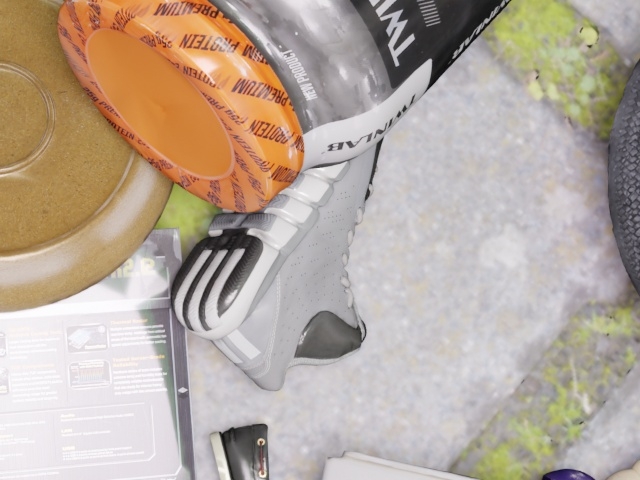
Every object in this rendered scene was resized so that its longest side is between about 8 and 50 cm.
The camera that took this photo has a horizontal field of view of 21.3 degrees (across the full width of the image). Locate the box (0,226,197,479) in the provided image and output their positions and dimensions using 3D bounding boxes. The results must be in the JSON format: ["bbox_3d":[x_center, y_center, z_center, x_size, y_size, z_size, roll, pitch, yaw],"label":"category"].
[{"bbox_3d":[-0.198,0.089,1.071,0.231,0.056,0.183,-4,87,-12],"label":"box"}]

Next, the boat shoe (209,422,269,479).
[{"bbox_3d":[-0.038,0.185,1.103,0.042,0.049,0.133,-12,86,-4],"label":"boat shoe"}]

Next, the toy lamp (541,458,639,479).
[{"bbox_3d":[0.285,0.127,1.160,0.275,0.080,0.080,-27,93,-9],"label":"toy lamp"}]

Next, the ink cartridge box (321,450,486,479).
[{"bbox_3d":[0.084,0.282,1.054,0.197,0.114,0.273,10,86,20],"label":"ink cartridge box"}]

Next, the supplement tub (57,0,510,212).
[{"bbox_3d":[0.015,-0.188,1.021,0.207,0.207,0.338,45,68,-7],"label":"supplement tub"}]

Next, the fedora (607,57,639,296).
[{"bbox_3d":[0.343,-0.046,1.132,0.334,0.152,0.334,0,93,-4],"label":"fedora"}]

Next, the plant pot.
[{"bbox_3d":[-0.203,-0.072,1.054,0.236,0.032,0.236,4,70,-10],"label":"plant pot"}]

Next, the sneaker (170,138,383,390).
[{"bbox_3d":[0.000,0.000,1.115,0.132,0.086,0.228,52,60,-34],"label":"sneaker"}]
